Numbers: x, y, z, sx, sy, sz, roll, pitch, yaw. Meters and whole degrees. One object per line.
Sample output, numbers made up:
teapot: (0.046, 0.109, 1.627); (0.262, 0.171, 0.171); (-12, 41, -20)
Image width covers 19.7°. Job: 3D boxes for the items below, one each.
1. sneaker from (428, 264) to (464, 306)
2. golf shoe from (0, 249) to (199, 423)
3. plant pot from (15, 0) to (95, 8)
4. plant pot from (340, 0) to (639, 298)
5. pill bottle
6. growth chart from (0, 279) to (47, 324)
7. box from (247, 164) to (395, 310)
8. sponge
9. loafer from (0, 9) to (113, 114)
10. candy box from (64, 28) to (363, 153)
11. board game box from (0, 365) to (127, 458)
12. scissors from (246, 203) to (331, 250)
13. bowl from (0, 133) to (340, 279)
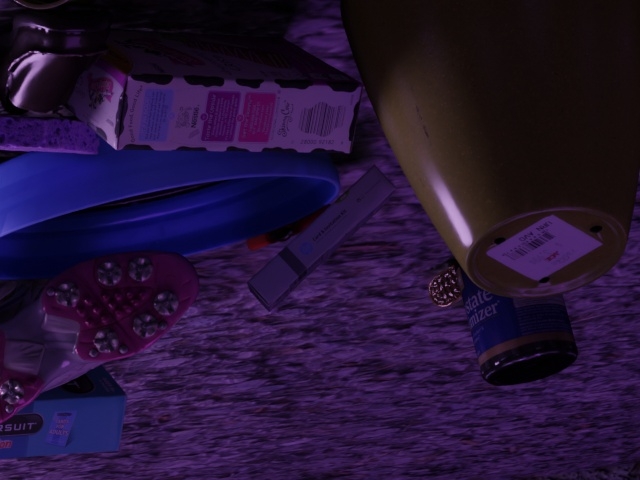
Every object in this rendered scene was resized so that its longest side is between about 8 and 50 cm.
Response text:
sneaker: (0.243, 0.039, 2.473); (0.192, 0.064, 0.086); (-25, 164, 31)
golf shoe: (-0.266, 0.092, 1.980); (0.306, 0.115, 0.140); (-26, -178, 8)
plant pot: (-0.207, -0.221, 1.482); (0.083, 0.083, 0.079); (-18, 172, 14)
plant pot: (0.168, -0.107, 1.597); (0.275, 0.293, 0.275); (-5, 146, -3)
pill bottle: (0.235, 0.059, 2.281); (0.123, 0.219, 0.123); (-12, 160, -4)
growth chart: (-0.387, 0.106, 1.979); (0.237, 0.021, 0.172); (-28, 162, -52)
box: (0.000, 0.000, 2.004); (0.186, 0.038, 0.145); (-42, 177, -3)
sponge: (-0.318, -0.097, 1.659); (0.210, 0.031, 0.117); (3, -178, 15)
loafer: (-0.227, -0.148, 1.561); (0.080, 0.078, 0.220); (-3, 178, -21)
candy box: (-0.103, -0.135, 1.647); (0.233, 0.071, 0.159); (-2, -158, -30)
board game box: (-0.430, 0.163, 2.136); (0.336, 0.254, 0.079); (-1, 114, -30)
scissors: (-0.051, -0.002, 2.070); (0.109, 0.021, 0.297); (-21, -176, 12)
bowl: (-0.177, -0.045, 1.871); (0.391, 0.077, 0.391); (-13, 171, -2)
